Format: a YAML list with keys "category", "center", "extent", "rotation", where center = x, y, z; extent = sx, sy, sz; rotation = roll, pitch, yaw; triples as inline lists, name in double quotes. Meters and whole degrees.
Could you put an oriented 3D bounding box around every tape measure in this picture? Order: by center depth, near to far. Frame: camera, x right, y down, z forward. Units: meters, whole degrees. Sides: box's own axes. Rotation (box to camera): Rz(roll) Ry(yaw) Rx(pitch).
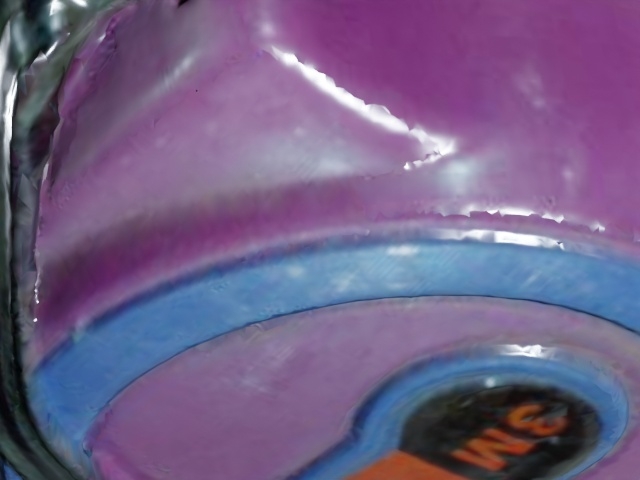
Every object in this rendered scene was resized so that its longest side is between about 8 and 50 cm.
- category: "tape measure"
  center: [0.000, 0.000, 0.516]
  extent: [0.245, 0.149, 0.231]
  rotation: [25, -45, -32]
